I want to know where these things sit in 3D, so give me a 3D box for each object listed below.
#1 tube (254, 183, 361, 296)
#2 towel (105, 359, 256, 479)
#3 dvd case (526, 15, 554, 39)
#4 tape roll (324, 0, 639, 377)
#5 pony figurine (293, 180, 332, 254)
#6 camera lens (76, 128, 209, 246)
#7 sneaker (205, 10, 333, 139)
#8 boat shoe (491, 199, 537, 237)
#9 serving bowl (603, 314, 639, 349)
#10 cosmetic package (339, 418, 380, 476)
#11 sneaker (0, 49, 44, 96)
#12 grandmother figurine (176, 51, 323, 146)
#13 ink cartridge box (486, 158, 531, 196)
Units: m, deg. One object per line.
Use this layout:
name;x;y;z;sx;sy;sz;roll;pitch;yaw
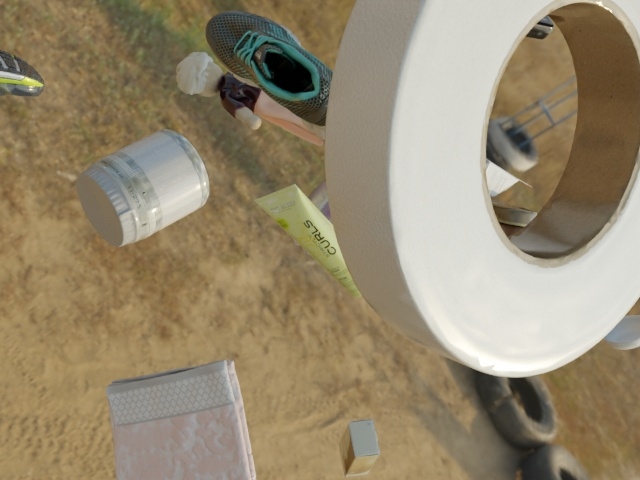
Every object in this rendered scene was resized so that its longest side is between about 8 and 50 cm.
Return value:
tube;0.000;0.000;1.433;0.240;0.070;0.062;46;5;-29
towel;-0.308;0.436;1.912;0.053;0.331;0.317;9;69;-67
dvd case;0.115;-0.306;0.897;0.180;0.022;0.253;2;51;-32
tape roll;0.172;-0.087;0.691;0.072;0.392;0.392;18;-16;49
pony figurine;0.132;-0.127;1.835;0.302;0.364;0.351;22;57;11
camera lens;-0.428;-0.132;2.173;0.274;0.219;0.219;-32;91;-31
sneaker;-0.040;-0.153;0.746;0.166;0.065;0.076;36;3;23
boat shoe;0.295;-0.021;1.588;0.307;0.110;0.105;-100;-161;-82
serving bowl;0.517;0.159;1.482;0.083;0.083;0.027;-64;134;-64
cosmetic package;0.060;0.330;1.403;0.115;0.041;0.060;102;-20;-58
sneaker;-0.587;-0.233;1.381;0.299;0.121;0.111;-5;34;-25
grandmother figurine;-0.123;-0.282;1.746;0.342;0.104;0.208;20;31;-2
ink cartridge box;0.247;-0.137;1.532;0.189;0.066;0.232;37;7;29
